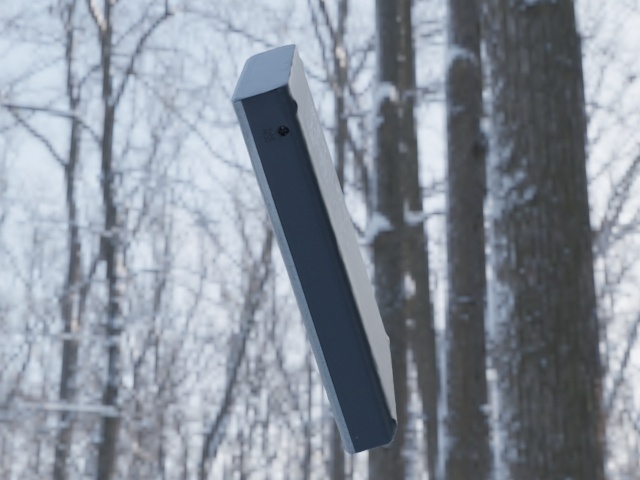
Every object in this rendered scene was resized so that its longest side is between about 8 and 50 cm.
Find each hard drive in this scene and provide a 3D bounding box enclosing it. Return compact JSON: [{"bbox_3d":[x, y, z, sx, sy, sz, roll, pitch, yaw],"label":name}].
[{"bbox_3d":[0.000,0.000,0.524,0.022,0.135,0.094,-16,16,5],"label":"hard drive"}]
